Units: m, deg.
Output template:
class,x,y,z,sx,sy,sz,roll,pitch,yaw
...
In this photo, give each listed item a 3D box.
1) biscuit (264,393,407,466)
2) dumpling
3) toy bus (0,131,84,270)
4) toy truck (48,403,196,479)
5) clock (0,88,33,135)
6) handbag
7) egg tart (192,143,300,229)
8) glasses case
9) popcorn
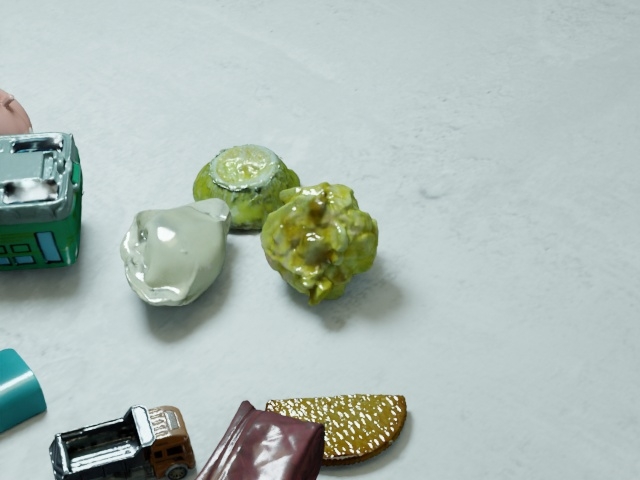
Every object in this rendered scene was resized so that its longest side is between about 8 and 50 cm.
class,x,y,z,sx,sy,sz,roll,pitch,yaw
biscuit,0.023,0.270,1.765,0.206,0.025,0.126,-2,42,1
dumpling,-0.233,0.015,1.973,0.162,0.132,0.250,14,44,11
toy bus,-0.549,-0.052,2.004,0.343,0.199,0.184,-3,50,-1
toy truck,-0.272,0.290,1.704,0.192,0.092,0.083,-13,43,-13
clock,-0.601,-0.162,2.102,0.227,0.241,0.142,-2,46,-1
handbag,-0.090,0.324,1.623,0.135,0.146,0.225,17,48,15
egg tart,-0.131,-0.099,2.135,0.197,0.078,0.197,-3,42,2
glasses case,-0.554,0.256,1.771,0.301,0.070,0.117,-29,48,-24
popcorn,0.001,0.001,1.953,0.185,0.167,0.187,-52,35,-6
